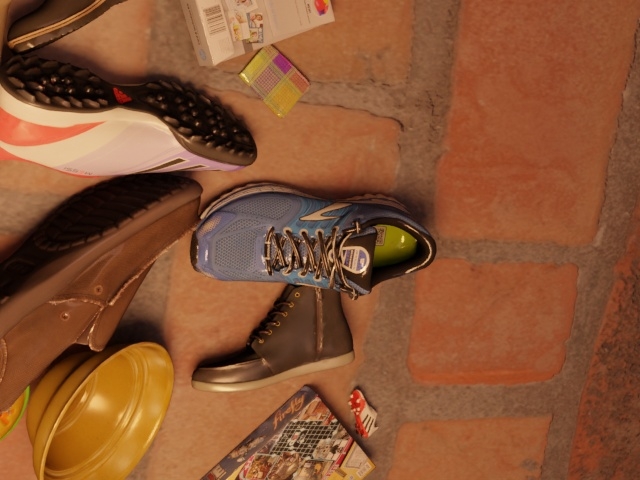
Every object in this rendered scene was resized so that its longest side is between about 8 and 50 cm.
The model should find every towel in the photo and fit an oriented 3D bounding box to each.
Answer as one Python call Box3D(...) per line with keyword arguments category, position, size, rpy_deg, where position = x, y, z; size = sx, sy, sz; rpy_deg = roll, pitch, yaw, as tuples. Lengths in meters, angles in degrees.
Box3D(category="towel", position=(-0.056, -0.198, 1.092), size=(0.083, 0.009, 0.060), rpy_deg=(42, 85, -28))

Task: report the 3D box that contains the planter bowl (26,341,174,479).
Box3D(category="planter bowl", position=(-0.277, 0.200, 1.029), size=(0.217, 0.090, 0.217), rpy_deg=(-47, 151, -37))

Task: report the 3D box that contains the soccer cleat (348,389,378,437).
Box3D(category="soccer cleat", position=(0.064, 0.247, 1.266), size=(0.036, 0.029, 0.083), rpy_deg=(-25, 117, -27))

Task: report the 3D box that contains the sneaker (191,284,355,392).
Box3D(category="sneaker", position=(-0.069, 0.123, 1.148), size=(0.222, 0.083, 0.118), rpy_deg=(-12, 95, -20))

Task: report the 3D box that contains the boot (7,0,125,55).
Box3D(category="boot", position=(-0.275, -0.297, 0.931), size=(0.198, 0.077, 0.137), rpy_deg=(-41, 114, -25))

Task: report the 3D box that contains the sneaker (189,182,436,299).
Box3D(category="sneaker", position=(0.000, 0.000, 1.097), size=(0.330, 0.147, 0.129), rpy_deg=(-5, 106, -24))

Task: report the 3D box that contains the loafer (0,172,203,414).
Box3D(category="loafer", position=(-0.273, 0.052, 0.973), size=(0.366, 0.134, 0.130), rpy_deg=(-39, 126, -26))

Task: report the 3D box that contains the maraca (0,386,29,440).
Box3D(category="maraca", position=(-0.409, 0.196, 0.982), size=(0.127, 0.099, 0.185), rpy_deg=(37, 92, -25))

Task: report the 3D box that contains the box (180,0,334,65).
Box3D(category="box", position=(-0.077, -0.299, 1.014), size=(0.186, 0.038, 0.145), rpy_deg=(-29, 115, -31))

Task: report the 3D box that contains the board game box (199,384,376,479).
Box3D(category="board game box", position=(-0.059, 0.341, 1.223), size=(0.243, 0.042, 0.165), rpy_deg=(-41, 118, -10))

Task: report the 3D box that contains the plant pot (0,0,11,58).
Box3D(category="plant pot", position=(-0.425, -0.142, 0.782), size=(0.334, 0.334, 0.305), rpy_deg=(-3, 117, -25))

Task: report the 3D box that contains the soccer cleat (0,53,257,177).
Box3D(category="soccer cleat", position=(-0.222, -0.118, 0.996), size=(0.318, 0.108, 0.116), rpy_deg=(7, 134, -38))
